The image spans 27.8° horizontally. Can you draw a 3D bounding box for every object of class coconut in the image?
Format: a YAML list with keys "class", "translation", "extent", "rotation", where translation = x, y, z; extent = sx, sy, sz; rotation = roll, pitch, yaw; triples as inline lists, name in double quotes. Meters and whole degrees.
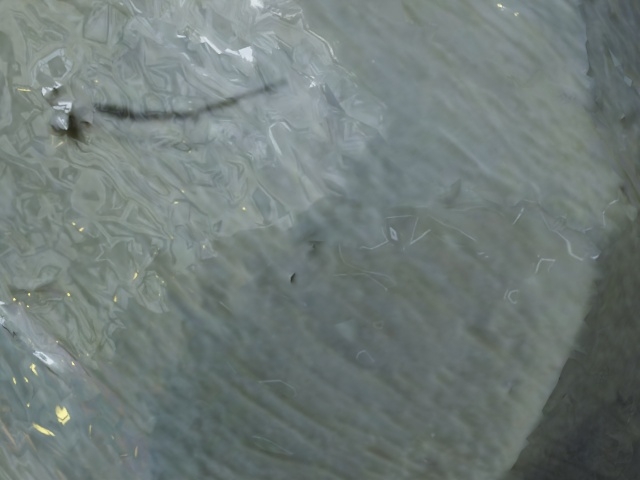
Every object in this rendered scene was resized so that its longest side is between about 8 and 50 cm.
- class: "coconut"
  translation: [0.000, 0.000, 0.513]
  extent: [0.346, 0.360, 0.346]
  rotation: [-38, -12, -10]
